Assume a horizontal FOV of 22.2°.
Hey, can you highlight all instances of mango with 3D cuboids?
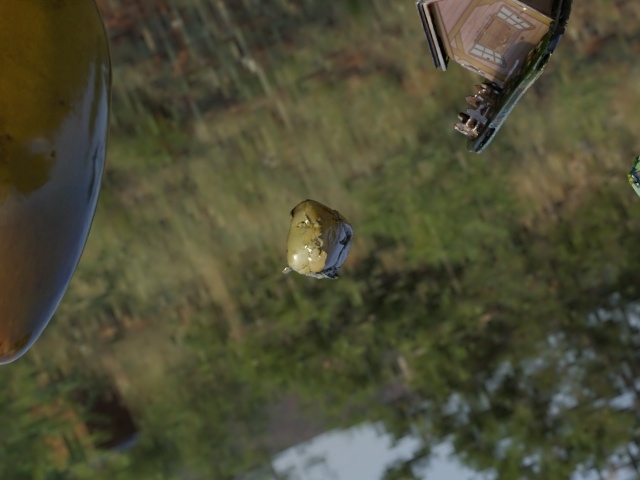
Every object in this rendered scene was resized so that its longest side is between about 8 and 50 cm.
[{"bbox_3d":[-0.194,-0.048,0.956,0.138,0.253,0.113,22,166,-30],"label":"mango"}]

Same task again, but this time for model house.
[{"bbox_3d":[0.175,-0.262,1.809,0.207,0.154,0.294,-55,-169,43],"label":"model house"}]

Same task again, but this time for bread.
[{"bbox_3d":[0.000,0.000,1.564,0.053,0.072,0.106,2,175,13],"label":"bread"}]

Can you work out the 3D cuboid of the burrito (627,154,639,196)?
[{"bbox_3d":[0.445,0.010,1.961,0.104,0.288,0.054,-39,-165,-10],"label":"burrito"}]
